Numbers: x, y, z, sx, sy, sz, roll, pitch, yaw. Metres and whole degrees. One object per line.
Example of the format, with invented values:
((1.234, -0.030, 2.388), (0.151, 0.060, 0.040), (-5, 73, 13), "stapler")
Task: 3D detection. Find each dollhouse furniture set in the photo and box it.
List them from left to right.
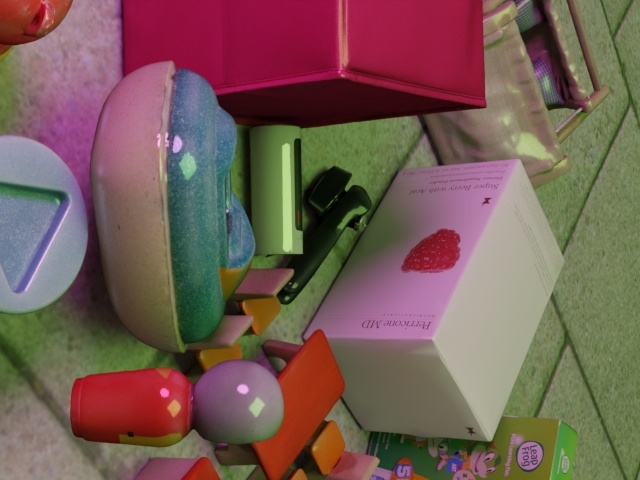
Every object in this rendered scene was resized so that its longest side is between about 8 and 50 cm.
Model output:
((-0.051, 0.192, 0.995), (0.259, 0.135, 0.262), (-49, 126, -42), "dollhouse furniture set")

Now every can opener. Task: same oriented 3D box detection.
((0.000, 0.000, 1.151), (0.186, 0.073, 0.059), (-59, 171, -32), "can opener")

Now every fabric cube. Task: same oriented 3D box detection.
((-0.012, -0.250, 0.966), (0.254, 0.259, 0.258), (1, 88, -54), "fabric cube")

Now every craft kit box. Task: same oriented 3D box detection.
((0.148, 0.318, 1.163), (0.061, 0.247, 0.250), (40, 57, -46), "craft kit box")

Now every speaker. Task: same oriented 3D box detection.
((-0.046, -0.050, 1.080), (0.055, 0.055, 0.136), (1, 87, -53), "speaker")

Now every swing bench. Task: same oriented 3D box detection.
((0.250, -0.224, 1.392), (0.254, 0.165, 0.253), (-56, 131, -38), "swing bench")

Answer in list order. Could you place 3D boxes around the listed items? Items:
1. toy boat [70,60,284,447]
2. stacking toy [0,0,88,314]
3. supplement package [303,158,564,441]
((-0.105, 0.030, 0.826), (0.267, 0.148, 0.318), (92, -4, -46), "toy boat")
((-0.280, -0.086, 0.707), (0.279, 0.130, 0.309), (-10, 96, -53), "stacking toy")
((0.144, 0.066, 1.225), (0.175, 0.177, 0.293), (59, 45, -32), "supplement package")
